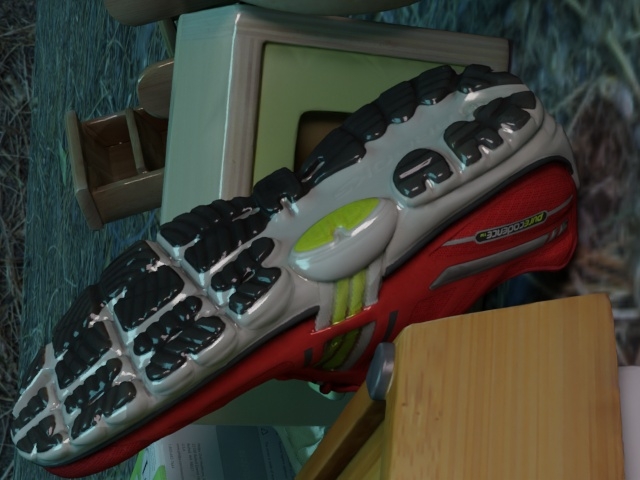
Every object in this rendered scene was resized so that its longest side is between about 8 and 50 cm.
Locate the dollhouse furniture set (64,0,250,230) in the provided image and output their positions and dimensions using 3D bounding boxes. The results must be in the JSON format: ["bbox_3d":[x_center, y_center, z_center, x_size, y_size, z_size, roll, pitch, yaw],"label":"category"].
[{"bbox_3d":[-0.132,-0.149,0.922,0.212,0.161,0.242,-110,4,-49],"label":"dollhouse furniture set"}]

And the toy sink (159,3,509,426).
[{"bbox_3d":[0.000,0.000,0.684,0.131,0.153,0.234,-160,75,-69],"label":"toy sink"}]

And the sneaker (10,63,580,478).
[{"bbox_3d":[-0.004,0.039,0.560,0.118,0.279,0.107,59,-177,-33],"label":"sneaker"}]

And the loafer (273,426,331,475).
[{"bbox_3d":[-0.009,0.104,0.839,0.148,0.056,0.050,50,133,49],"label":"loafer"}]

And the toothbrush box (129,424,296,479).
[{"bbox_3d":[-0.079,0.281,0.896,0.283,0.122,0.206,115,151,-43],"label":"toothbrush box"}]

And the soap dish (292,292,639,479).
[{"bbox_3d":[0.037,0.182,0.536,0.291,0.118,0.229,118,163,-52],"label":"soap dish"}]

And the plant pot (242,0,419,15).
[{"bbox_3d":[0.012,-0.268,0.513,0.305,0.334,0.333,107,158,-60],"label":"plant pot"}]

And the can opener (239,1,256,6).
[{"bbox_3d":[-0.070,-0.269,1.053,0.073,0.059,0.186,-146,62,-66],"label":"can opener"}]
